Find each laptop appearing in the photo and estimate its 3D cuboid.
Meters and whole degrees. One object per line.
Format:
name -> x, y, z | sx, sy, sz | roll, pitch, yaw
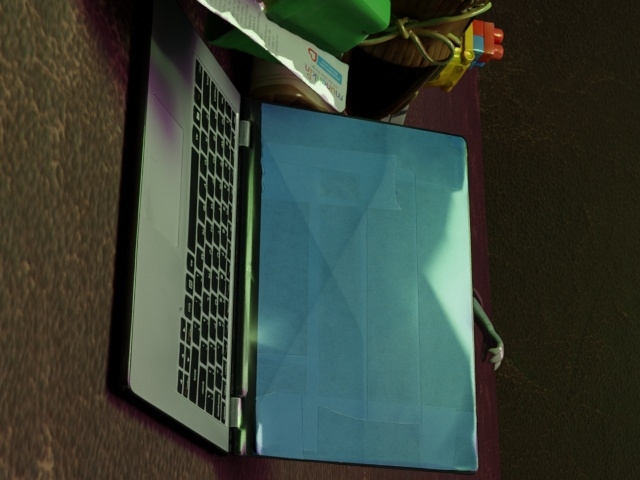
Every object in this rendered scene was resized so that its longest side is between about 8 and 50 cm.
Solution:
laptop -> 0.000, 0.000, 1.234 | 0.408, 0.236, 0.382 | 55, 33, -65

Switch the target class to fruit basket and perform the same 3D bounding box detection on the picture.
fruit basket -> -0.093, -0.316, 1.131 | 0.353, 0.165, 0.327 | 28, 50, -33

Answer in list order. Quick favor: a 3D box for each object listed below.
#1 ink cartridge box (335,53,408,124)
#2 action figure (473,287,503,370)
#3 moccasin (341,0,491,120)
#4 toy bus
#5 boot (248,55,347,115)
ink cartridge box -> 0.052, -0.220, 1.656 | 0.203, 0.085, 0.148 | 98, -25, -73
action figure -> 0.081, 0.102, 1.753 | 0.276, 0.248, 0.370 | 60, 11, 10
moccasin -> 0.087, -0.230, 1.337 | 0.380, 0.139, 0.147 | 136, -23, -67
toy bus -> 0.187, -0.352, 2.097 | 0.149, 0.211, 0.220 | 121, -29, -64
boot -> -0.025, -0.224, 1.522 | 0.262, 0.095, 0.204 | 29, 56, -71
